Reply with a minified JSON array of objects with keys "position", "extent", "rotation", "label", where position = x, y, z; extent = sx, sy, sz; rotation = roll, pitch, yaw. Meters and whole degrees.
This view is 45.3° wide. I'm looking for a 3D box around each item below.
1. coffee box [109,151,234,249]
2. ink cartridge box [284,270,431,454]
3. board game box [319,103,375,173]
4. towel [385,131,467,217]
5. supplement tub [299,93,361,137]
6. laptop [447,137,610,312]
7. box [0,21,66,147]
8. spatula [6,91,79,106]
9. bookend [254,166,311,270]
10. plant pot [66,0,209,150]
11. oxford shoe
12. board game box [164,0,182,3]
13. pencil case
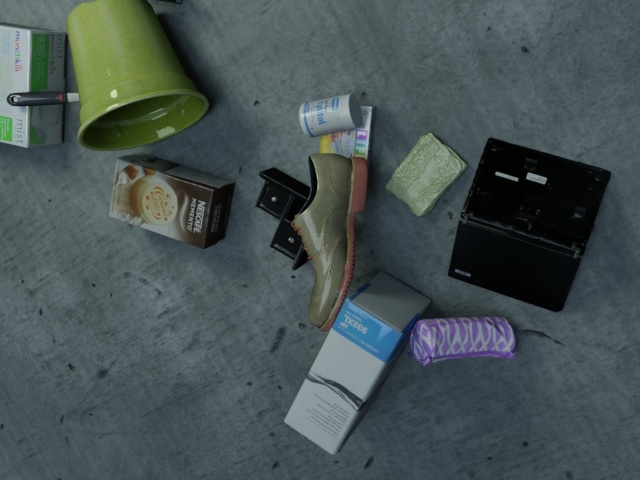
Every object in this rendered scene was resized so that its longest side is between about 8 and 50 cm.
[{"position":[-0.329,-0.091,1.692],"extent":[0.246,0.098,0.141],"rotation":[17,109,17],"label":"coffee box"},{"position":[0.076,0.241,1.547],"extent":[0.129,0.223,0.307],"rotation":[31,112,12],"label":"ink cartridge box"},{"position":[0.052,-0.201,1.556],"extent":[0.103,0.026,0.154],"rotation":[10,106,19],"label":"board game box"},{"position":[0.205,-0.129,1.514],"extent":[0.110,0.027,0.148],"rotation":[42,114,8],"label":"towel"},{"position":[0.019,-0.244,1.504],"extent":[0.107,0.071,0.071],"rotation":[-9,100,23],"label":"supplement tub"},{"position":[0.393,-0.028,1.474],"extent":[0.234,0.136,0.264],"rotation":[19,83,16],"label":"laptop"},{"position":[-0.715,-0.363,1.764],"extent":[0.231,0.127,0.262],"rotation":[14,107,20],"label":"box"},{"position":[-0.533,-0.316,1.688],"extent":[0.296,0.030,0.084],"rotation":[-5,103,-14],"label":"spatula"},{"position":[-0.076,-0.048,1.619],"extent":[0.157,0.072,0.156],"rotation":[30,112,12],"label":"bookend"},{"position":[-0.402,-0.356,1.586],"extent":[0.276,0.276,0.254],"rotation":[-23,83,24],"label":"plant pot"},{"position":[0.000,0.000,1.494],"extent":[0.130,0.123,0.348],"rotation":[10,83,-15],"label":"oxford shoe"},{"position":[-0.427,-0.552,1.597],"extent":[0.260,0.136,0.030],"rotation":[25,107,13],"label":"board game box"},{"position":[0.273,0.192,1.476],"extent":[0.086,0.206,0.088],"rotation":[109,149,-41],"label":"pencil case"}]
